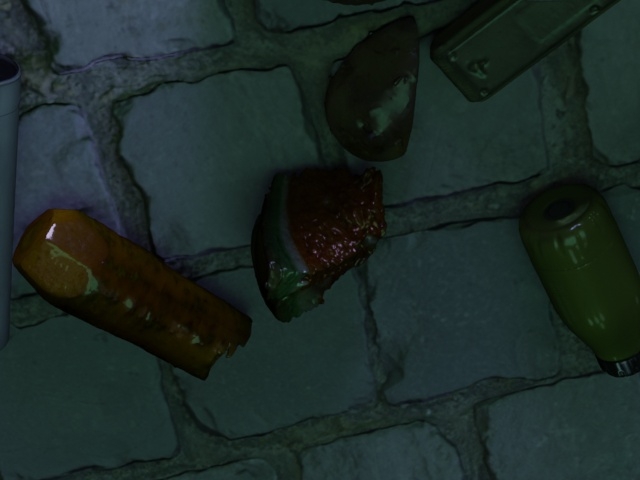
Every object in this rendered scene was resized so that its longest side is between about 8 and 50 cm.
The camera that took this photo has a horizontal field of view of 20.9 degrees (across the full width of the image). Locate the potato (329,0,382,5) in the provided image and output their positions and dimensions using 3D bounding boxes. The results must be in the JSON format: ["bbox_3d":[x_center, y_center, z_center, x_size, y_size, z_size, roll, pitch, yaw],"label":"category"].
[{"bbox_3d":[0.009,-0.328,1.716,0.229,0.266,0.229,-4,120,-7],"label":"potato"}]

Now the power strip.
[{"bbox_3d":[0.291,-0.296,1.896,0.387,0.066,0.092,-36,119,18],"label":"power strip"}]

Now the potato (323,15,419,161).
[{"bbox_3d":[0.060,-0.157,1.936,0.101,0.089,0.172,4,124,-8],"label":"potato"}]

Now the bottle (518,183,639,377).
[{"bbox_3d":[0.332,0.057,2.103,0.112,0.112,0.260,-24,123,8],"label":"bottle"}]

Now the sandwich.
[{"bbox_3d":[-0.001,0.006,1.983,0.160,0.185,0.109,-5,131,-1],"label":"sandwich"}]

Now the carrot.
[{"bbox_3d":[-0.216,0.068,2.037,0.302,0.114,0.114,32,114,-26],"label":"carrot"}]

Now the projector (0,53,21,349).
[{"bbox_3d":[-0.391,-0.037,1.919,0.108,0.108,0.337,3,115,-10],"label":"projector"}]
